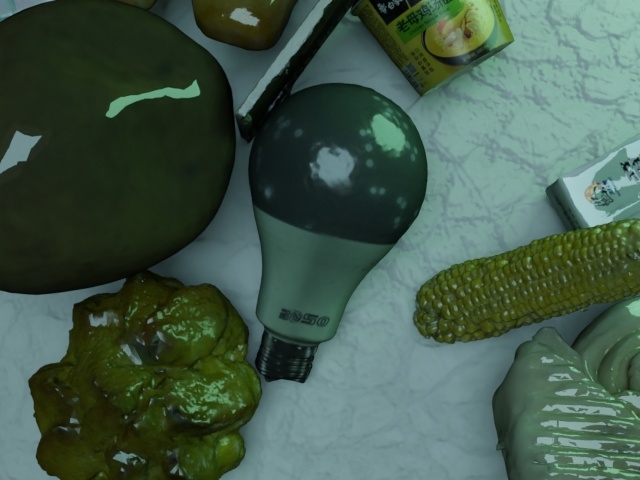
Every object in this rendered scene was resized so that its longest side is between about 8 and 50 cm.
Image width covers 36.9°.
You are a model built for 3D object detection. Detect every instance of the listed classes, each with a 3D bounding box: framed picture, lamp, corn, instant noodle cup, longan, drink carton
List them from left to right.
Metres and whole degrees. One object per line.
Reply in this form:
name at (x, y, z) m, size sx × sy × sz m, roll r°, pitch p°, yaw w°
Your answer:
longan at (-0.231, -0.089, 0.921) m, size 0.288 × 0.350 × 0.288 m, roll 11°, pitch 117°, yaw 24°
framed picture at (0.004, -0.221, 0.977) m, size 0.019 × 0.209 × 0.281 m, roll 36°, pitch 87°, yaw -3°
lamp at (0.018, -0.003, 0.983) m, size 0.181 × 0.182 × 0.314 m, roll 0°, pitch 101°, yaw 6°
instant noodle cup at (0.122, -0.229, 1.005) m, size 0.151 × 0.151 × 0.122 m, roll -29°, pitch 93°, yaw 2°
corn at (0.212, 0.042, 0.935) m, size 0.288 × 0.086 × 0.087 m, roll -21°, pitch 81°, yaw 39°
drink carton at (0.397, -0.077, 0.972) m, size 0.315 × 0.106 × 0.131 m, roll -28°, pitch 81°, yaw 2°

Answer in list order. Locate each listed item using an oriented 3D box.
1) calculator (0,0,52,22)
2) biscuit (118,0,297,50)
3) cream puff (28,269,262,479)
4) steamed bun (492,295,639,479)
calculator at (-0.392, -0.331, 1.111) m, size 0.295 × 0.042 × 0.184 m, roll -8°, pitch 83°, yaw 2°
biscuit at (-0.111, -0.342, 1.031) m, size 0.236 × 0.062 × 0.291 m, roll 19°, pitch 64°, yaw 9°
cream puff at (-0.177, 0.156, 0.977) m, size 0.244 × 0.196 × 0.244 m, roll 8°, pitch 112°, yaw 21°
steamed bun at (0.311, 0.235, 0.901) m, size 0.309 × 0.219 × 0.324 m, roll -15°, pitch 57°, yaw -10°
